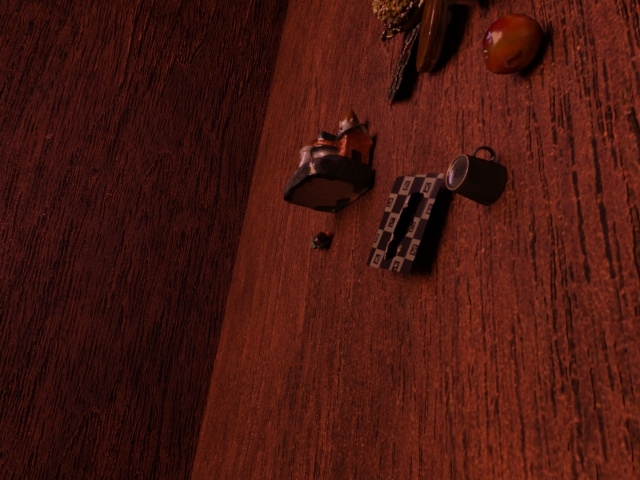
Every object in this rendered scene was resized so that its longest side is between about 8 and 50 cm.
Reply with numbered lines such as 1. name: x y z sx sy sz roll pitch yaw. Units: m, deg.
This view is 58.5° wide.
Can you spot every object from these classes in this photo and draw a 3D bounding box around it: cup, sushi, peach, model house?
1. cup: 0.274 -0.121 1.006 0.078 0.077 0.100 178 108 -70
2. sushi: 0.226 -0.456 1.498 0.139 0.031 0.201 -129 57 -80
3. sushi: 0.192 -0.031 1.207 0.192 0.050 0.215 8 77 68
4. peach: 0.337 -0.344 1.003 0.100 0.100 0.101 -163 90 -71
5. model house: 0.029 -0.255 1.648 0.271 0.190 0.301 145 139 -64

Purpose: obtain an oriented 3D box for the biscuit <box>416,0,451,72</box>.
1. biscuit: 0.267 -0.505 1.335 0.181 0.049 0.208 106 174 -81

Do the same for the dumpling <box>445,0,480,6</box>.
1. dumpling: 0.230 -0.667 1.181 0.181 0.260 0.342 21 122 41

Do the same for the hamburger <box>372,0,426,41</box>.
1. hamburger: 0.221 -0.673 1.529 0.243 0.138 0.262 145 139 -61

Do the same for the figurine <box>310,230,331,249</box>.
1. figurine: 0.000 0.000 1.746 0.060 0.047 0.106 -40 3 -15
